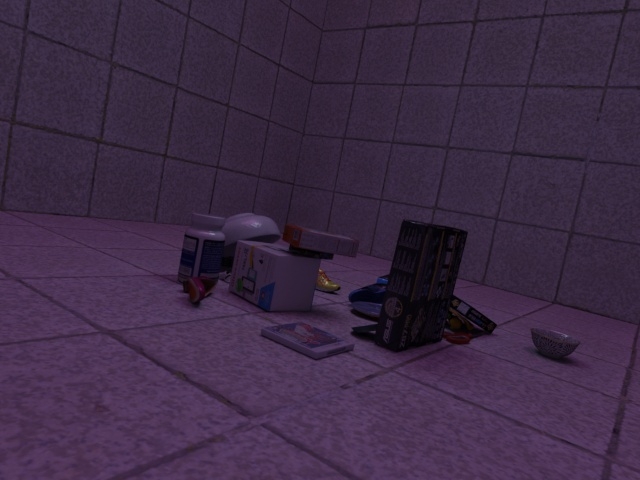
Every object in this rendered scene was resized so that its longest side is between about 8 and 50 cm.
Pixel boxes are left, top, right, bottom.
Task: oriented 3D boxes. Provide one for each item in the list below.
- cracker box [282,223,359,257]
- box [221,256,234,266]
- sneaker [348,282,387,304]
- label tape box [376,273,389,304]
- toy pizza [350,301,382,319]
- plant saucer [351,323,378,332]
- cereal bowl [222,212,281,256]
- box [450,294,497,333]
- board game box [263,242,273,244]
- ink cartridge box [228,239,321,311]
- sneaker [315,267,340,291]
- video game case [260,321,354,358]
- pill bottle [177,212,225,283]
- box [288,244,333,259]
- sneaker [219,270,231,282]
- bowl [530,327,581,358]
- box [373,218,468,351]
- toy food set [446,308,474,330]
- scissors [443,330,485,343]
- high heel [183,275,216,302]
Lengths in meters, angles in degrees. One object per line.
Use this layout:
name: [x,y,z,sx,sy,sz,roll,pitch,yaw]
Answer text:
cracker box: [0.000,0.000,1.668,0.232,0.067,0.156,11,4,-27]
box: [-0.515,0.085,2.320,0.191,0.045,0.184,8,4,-23]
sneaker: [0.211,0.227,1.978,0.232,0.081,0.090,-2,11,-25]
label tape box: [0.386,0.240,2.144,0.249,0.115,0.348,13,4,22]
toy pizza: [0.215,0.276,1.812,0.201,0.032,0.201,10,4,-1]
plant saucer: [0.159,0.281,1.503,0.120,0.021,0.119,-8,-10,-1]
cereal bowl: [-0.360,-0.035,2.162,0.339,0.141,0.339,-15,-10,-3]
box: [0.585,0.282,1.888,0.220,0.051,0.175,32,3,-36]
board game box: [-0.296,0.089,2.088,0.047,0.160,0.210,14,7,27]
ink cartridge box: [-0.172,0.126,1.710,0.197,0.198,0.270,7,6,-41]
sneaker: [0.001,0.175,2.134,0.209,0.094,0.081,15,5,30]
video game case: [-0.035,0.275,1.318,0.201,0.023,0.183,14,6,35]
pill bottle: [-0.446,0.032,1.784,0.153,0.264,0.153,11,5,-1]
box: [-0.033,0.041,1.689,0.137,0.027,0.094,15,3,32]
sneaker: [-0.391,0.143,1.934,0.040,0.043,0.109,3,7,-44]
bowl: [0.847,0.382,1.710,0.170,0.080,0.170,10,4,-1]
box: [0.331,0.142,1.504,0.097,0.394,0.318,17,9,37]
toy food set: [0.526,0.317,1.878,0.128,0.071,0.218,34,3,-4]
scissors: [0.553,0.357,1.734,0.297,0.021,0.109,9,3,-34]
high heel: [-0.382,0.159,1.561,0.117,0.082,0.244,-2,-3,-24]
